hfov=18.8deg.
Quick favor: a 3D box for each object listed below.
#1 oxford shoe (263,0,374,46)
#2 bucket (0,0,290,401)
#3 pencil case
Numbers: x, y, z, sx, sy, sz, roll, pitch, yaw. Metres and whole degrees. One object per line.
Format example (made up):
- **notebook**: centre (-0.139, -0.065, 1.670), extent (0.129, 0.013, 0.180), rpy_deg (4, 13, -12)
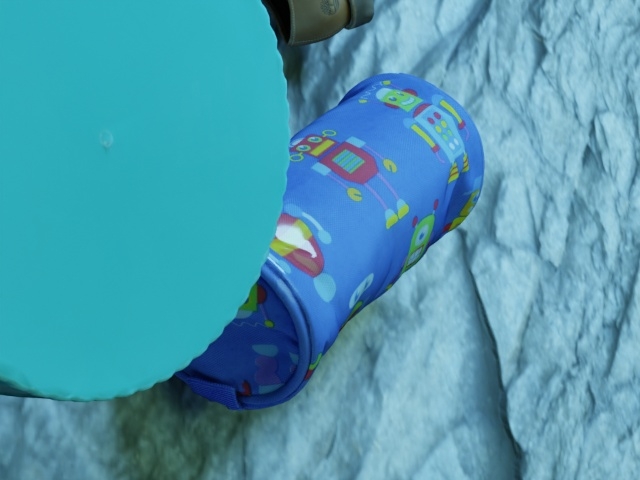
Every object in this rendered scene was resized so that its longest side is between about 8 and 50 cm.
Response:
- **oxford shoe**: centre (-0.043, -0.233, 1.342), extent (0.076, 0.076, 0.212), rpy_deg (-26, 84, -16)
- **bucket**: centre (-0.159, -0.052, 0.918), extent (0.281, 0.183, 0.281), rpy_deg (-5, 97, -48)
- **pencil case**: centre (0.000, 0.000, 1.233), extent (0.306, 0.119, 0.133), rpy_deg (-44, 152, -53)
